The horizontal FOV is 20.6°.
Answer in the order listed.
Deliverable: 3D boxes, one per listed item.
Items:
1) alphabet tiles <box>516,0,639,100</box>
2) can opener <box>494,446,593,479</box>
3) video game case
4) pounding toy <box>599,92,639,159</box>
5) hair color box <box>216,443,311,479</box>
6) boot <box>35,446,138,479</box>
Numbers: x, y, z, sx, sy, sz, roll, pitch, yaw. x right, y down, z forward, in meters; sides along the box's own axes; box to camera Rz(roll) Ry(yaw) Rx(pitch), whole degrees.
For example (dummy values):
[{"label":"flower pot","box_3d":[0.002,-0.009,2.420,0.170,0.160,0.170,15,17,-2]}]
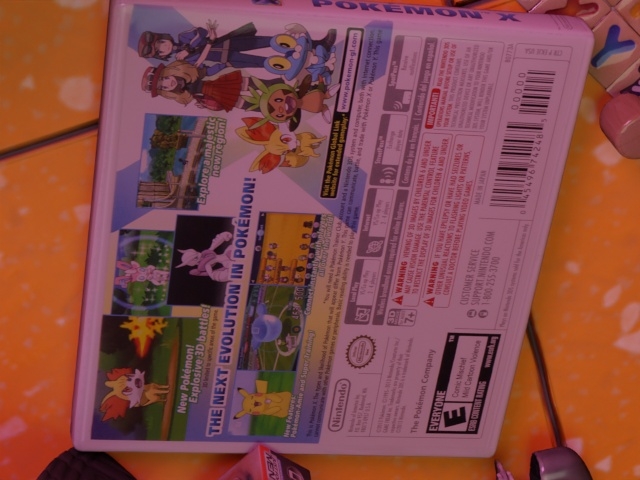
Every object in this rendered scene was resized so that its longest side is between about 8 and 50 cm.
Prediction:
[{"label":"alphabet tiles","box_3d":[0.253,-0.165,1.117,0.198,0.009,0.237,-44,117,13]},{"label":"can opener","box_3d":[0.174,0.277,1.307,0.095,0.076,0.283,-14,121,-2]},{"label":"video game case","box_3d":[0.000,0.000,1.139,0.299,0.036,0.329,2,120,-13]},{"label":"pounding toy","box_3d":[0.284,-0.041,1.131,0.206,0.094,0.181,8,123,-16]},{"label":"hair color box","box_3d":[-0.074,0.227,1.202,0.053,0.093,0.167,32,118,-32]},{"label":"boot","box_3d":[-0.232,0.262,1.092,0.118,0.338,0.223,42,105,17]}]
